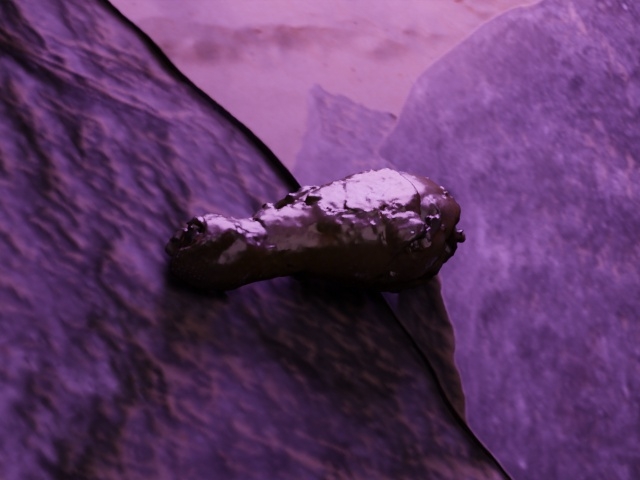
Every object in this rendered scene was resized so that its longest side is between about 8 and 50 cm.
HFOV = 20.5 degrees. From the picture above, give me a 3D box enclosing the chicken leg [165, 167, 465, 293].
[{"bbox_3d":[0.001,-0.002,1.035,0.197,0.069,0.085,-6,54,-30],"label":"chicken leg"}]
